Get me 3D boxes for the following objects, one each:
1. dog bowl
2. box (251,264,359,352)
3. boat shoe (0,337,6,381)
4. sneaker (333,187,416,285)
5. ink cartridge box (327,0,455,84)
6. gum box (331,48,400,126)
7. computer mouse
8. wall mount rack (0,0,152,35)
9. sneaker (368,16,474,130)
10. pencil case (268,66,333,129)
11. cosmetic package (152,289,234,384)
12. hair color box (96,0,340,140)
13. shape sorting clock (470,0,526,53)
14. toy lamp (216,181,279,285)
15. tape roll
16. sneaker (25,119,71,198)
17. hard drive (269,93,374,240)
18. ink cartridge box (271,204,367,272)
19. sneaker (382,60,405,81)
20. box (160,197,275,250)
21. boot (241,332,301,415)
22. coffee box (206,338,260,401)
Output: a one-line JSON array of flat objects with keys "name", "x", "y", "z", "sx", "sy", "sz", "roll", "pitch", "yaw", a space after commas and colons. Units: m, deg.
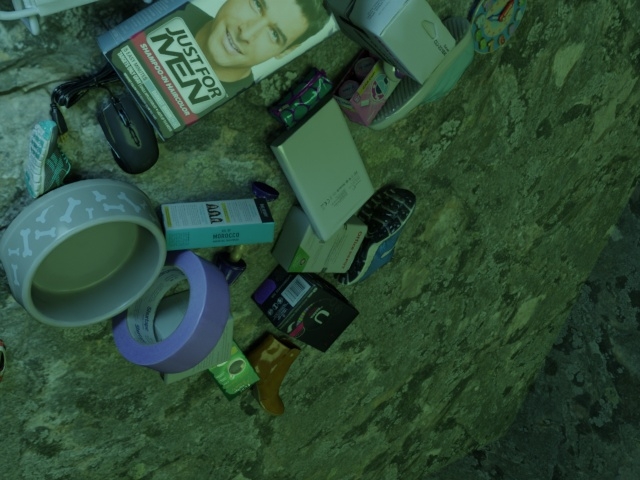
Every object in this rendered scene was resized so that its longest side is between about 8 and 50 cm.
[{"name": "dog bowl", "x": -0.479, "y": 0.041, "z": 1.445, "sx": 0.349, "sy": 0.102, "sz": 0.349, "roll": -28, "pitch": 146, "yaw": -21}, {"name": "box", "x": -0.038, "y": 0.186, "z": 1.975, "sx": 0.165, "sy": 0.143, "sz": 0.270, "roll": -49, "pitch": 142, "yaw": 4}, {"name": "boat shoe", "x": -0.710, "y": 0.273, "z": 1.521, "sx": 0.049, "sy": 0.043, "sz": 0.137, "roll": -8, "pitch": 130, "yaw": -40}, {"name": "sneaker", "x": 0.164, "y": -0.011, "z": 2.025, "sx": 0.330, "sy": 0.130, "sz": 0.147, "roll": -52, "pitch": 156, "yaw": 13}, {"name": "ink cartridge box", "x": 0.122, "y": -0.464, "z": 1.441, "sx": 0.114, "sy": 0.273, "sz": 0.197, "roll": -52, "pitch": 141, "yaw": 7}, {"name": "gum box", "x": 0.122, "y": -0.381, "z": 1.658, "sx": 0.188, "sy": 0.062, "sz": 0.107, "roll": -55, "pitch": 142, "yaw": -9}, {"name": "computer mouse", "x": -0.410, "y": -0.209, "z": 1.354, "sx": 0.184, "sy": 0.060, "sz": 0.262, "roll": -29, "pitch": 138, "yaw": -22}, {"name": "wall mount rack", "x": -0.395, "y": -0.493, "z": 1.073, "sx": 0.350, "sy": 0.130, "sz": 0.304, "roll": -26, "pitch": 141, "yaw": -24}, {"name": "sneaker", "x": 0.262, "y": -0.386, "z": 1.751, "sx": 0.366, "sy": 0.135, "sz": 0.150, "roll": -43, "pitch": 139, "yaw": -3}, {"name": "pencil case", "x": -0.043, "y": -0.323, "z": 1.583, "sx": 0.152, "sy": 0.064, "sz": 0.070, "roll": -45, "pitch": 167, "yaw": -2}, {"name": "cosmetic package", "x": -0.334, "y": 0.232, "z": 1.739, "sx": 0.184, "sy": 0.151, "sz": 0.151, "roll": -16, "pitch": 133, "yaw": -33}, {"name": "hair color box", "x": -0.174, "y": -0.361, "z": 1.216, "sx": 0.374, "sy": 0.113, "sz": 0.185, "roll": -34, "pitch": 125, "yaw": -5}, {"name": "shape sorting clock", "x": 0.471, "y": -0.589, "z": 1.836, "sx": 0.206, "sy": 0.040, "sz": 0.206, "roll": -24, "pitch": 137, "yaw": -25}, {"name": "toy lamp", "x": -0.189, "y": -0.011, "z": 1.720, "sx": 0.080, "sy": 0.080, "sz": 0.274, "roll": 9, "pitch": 115, "yaw": -46}, {"name": "tape roll", "x": -0.339, "y": 0.156, "z": 1.568, "sx": 0.275, "sy": 0.275, "sz": 0.090, "roll": -49, "pitch": 140, "yaw": 4}, {"name": "sneaker", "x": -0.508, "y": -0.157, "z": 1.317, "sx": 0.076, "sy": 0.065, "sz": 0.166, "roll": -10, "pitch": 139, "yaw": -42}, {"name": "hard drive", "x": 0.013, "y": -0.174, "z": 1.710, "sx": 0.203, "sy": 0.040, "sz": 0.307, "roll": -45, "pitch": 132, "yaw": -21}, {"name": "ink cartridge box", "x": 0.000, "y": 0.000, "z": 1.884, "sx": 0.219, "sy": 0.092, "sz": 0.160, "roll": 4, "pitch": 119, "yaw": -44}, {"name": "sneaker", "x": 0.220, "y": -0.480, "z": 1.597, "sx": 0.095, "sy": 0.104, "sz": 0.236, "roll": 18, "pitch": 80, "yaw": -54}, {"name": "box", "x": -0.234, "y": -0.039, "z": 1.579, "sx": 0.244, "sy": 0.100, "sz": 0.060, "roll": -4, "pitch": 130, "yaw": -17}, {"name": "boot", "x": -0.129, "y": 0.410, "z": 2.122, "sx": 0.211, "sy": 0.104, "sz": 0.295, "roll": -45, "pitch": 138, "yaw": -1}, {"name": "coffee box", "x": -0.260, "y": 0.351, "z": 1.949, "sx": 0.113, "sy": 0.040, "sz": 0.184, "roll": -36, "pitch": 117, "yaw": -12}]
